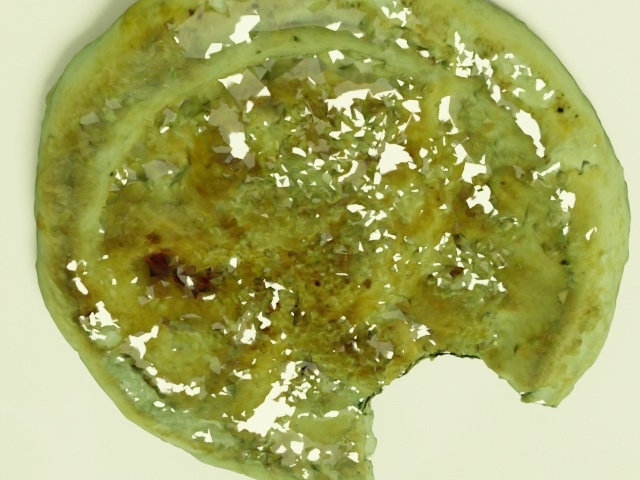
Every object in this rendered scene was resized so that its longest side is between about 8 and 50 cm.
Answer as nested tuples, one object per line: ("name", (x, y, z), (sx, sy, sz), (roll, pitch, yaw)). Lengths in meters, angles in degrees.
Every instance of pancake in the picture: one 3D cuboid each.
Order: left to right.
("pancake", (0.000, 0.000, 0.519), (0.253, 0.037, 0.254), (1, 118, 1))
